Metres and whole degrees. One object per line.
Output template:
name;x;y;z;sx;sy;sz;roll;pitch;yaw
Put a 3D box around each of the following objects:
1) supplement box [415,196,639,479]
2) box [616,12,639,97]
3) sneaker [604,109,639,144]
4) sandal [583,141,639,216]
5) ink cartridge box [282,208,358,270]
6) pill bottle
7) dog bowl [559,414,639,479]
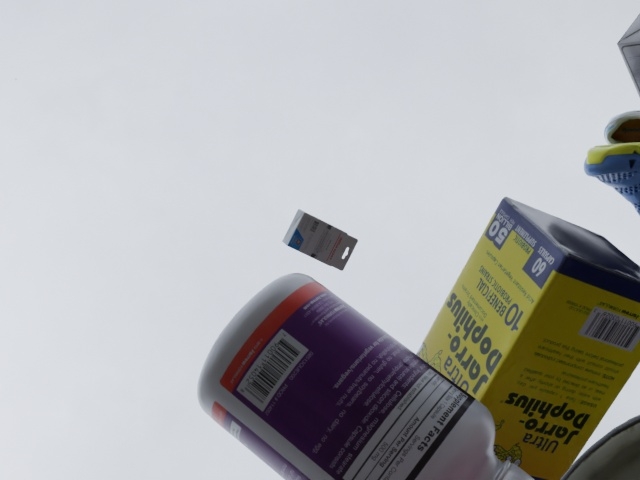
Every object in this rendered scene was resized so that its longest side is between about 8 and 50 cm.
supplement box;0.280;0.156;1.110;0.195;0.194;0.356;19;-71;-21
box;0.523;-0.171;1.033;0.087;0.169;0.290;-50;-58;-22
sneaker;0.628;-0.203;1.435;0.092;0.229;0.087;-33;-71;-60
sandal;0.579;-0.085;1.369;0.317;0.126;0.138;13;-91;-24
ink cartridge box;0.000;0.000;1.021;0.083;0.028;0.048;26;-88;-21
pill bottle;0.045;0.188;0.811;0.323;0.181;0.181;36;-94;15
dog bowl;0.271;0.316;0.510;0.408;0.150;0.408;5;-116;-10
